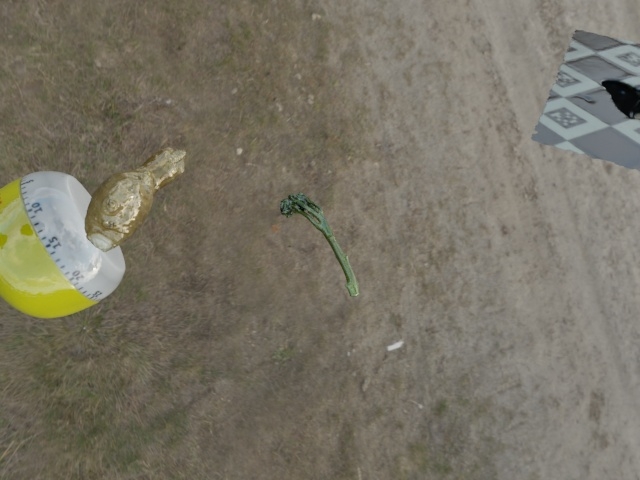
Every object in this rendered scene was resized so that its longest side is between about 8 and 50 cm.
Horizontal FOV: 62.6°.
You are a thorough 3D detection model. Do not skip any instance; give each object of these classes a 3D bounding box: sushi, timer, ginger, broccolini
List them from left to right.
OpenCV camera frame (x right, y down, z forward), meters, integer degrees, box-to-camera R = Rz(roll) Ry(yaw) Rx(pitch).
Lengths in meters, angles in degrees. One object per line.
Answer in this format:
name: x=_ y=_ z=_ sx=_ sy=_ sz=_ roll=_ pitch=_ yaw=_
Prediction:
timer: x=-0.526 y=0.031 z=0.950 sx=0.285 sy=0.285 sz=0.285 roll=4 pitch=80 yaw=-24
ginger: x=-0.227 y=-0.062 z=0.643 sx=0.067 sy=0.096 sz=0.165 roll=36 pitch=68 yaw=-5
broccolini: x=0.001 y=-0.006 z=0.706 sx=0.054 sy=0.052 sz=0.194 roll=-14 pitch=48 yaw=-23
sushi: x=0.300 y=-0.089 z=0.439 sx=0.220 sy=0.047 sz=0.231 roll=22 pitch=48 yaw=17
